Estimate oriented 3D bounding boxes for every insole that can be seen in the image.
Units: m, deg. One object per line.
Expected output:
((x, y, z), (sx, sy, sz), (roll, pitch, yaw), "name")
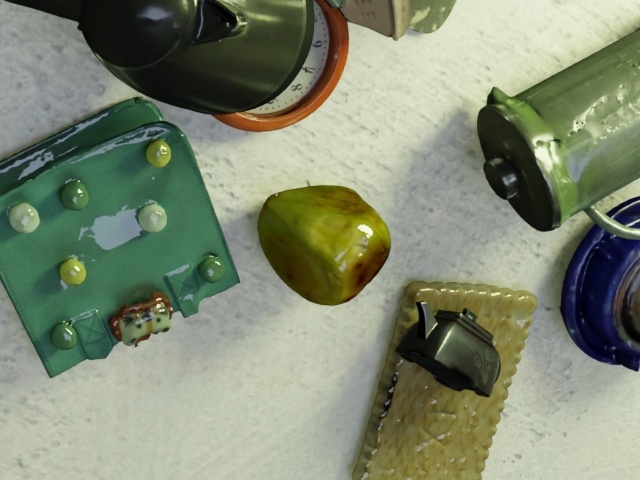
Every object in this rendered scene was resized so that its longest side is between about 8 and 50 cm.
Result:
((0.169, -0.370, 1.714), (0.081, 0.011, 0.248), (18, 104, -31), "insole")

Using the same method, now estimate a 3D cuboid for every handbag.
((-0.244, 0.001, 1.630), (0.269, 0.100, 0.274), (-27, 122, -14), "handbag")

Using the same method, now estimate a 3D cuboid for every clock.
((-0.062, -0.225, 1.643), (0.205, 0.051, 0.205), (-11, 119, -21), "clock")

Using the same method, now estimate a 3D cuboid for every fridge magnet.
((0.464, 0.061, 2.003), (0.265, 0.112, 0.265), (-11, 117, -24), "fridge magnet")

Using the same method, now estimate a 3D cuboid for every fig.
((0.000, 0.000, 1.730), (0.166, 0.144, 0.154), (20, 69, -11), "fig")

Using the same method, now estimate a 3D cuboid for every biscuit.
((0.172, 0.209, 1.969), (0.217, 0.044, 0.325), (4, 111, -27), "biscuit")

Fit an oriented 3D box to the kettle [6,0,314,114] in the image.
((-0.159, -0.246, 1.437), (0.207, 0.251, 0.271), (-48, 170, 18), "kettle")

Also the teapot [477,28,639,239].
((0.379, -0.128, 1.808), (0.337, 0.200, 0.270), (-28, 92, -10), "teapot")

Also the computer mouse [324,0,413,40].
((0.051, -0.344, 1.551), (0.115, 0.199, 0.389), (-11, 149, 25), "computer mouse")

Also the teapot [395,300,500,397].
((0.182, 0.138, 1.874), (0.177, 0.087, 0.096), (36, 72, -32), "teapot")
